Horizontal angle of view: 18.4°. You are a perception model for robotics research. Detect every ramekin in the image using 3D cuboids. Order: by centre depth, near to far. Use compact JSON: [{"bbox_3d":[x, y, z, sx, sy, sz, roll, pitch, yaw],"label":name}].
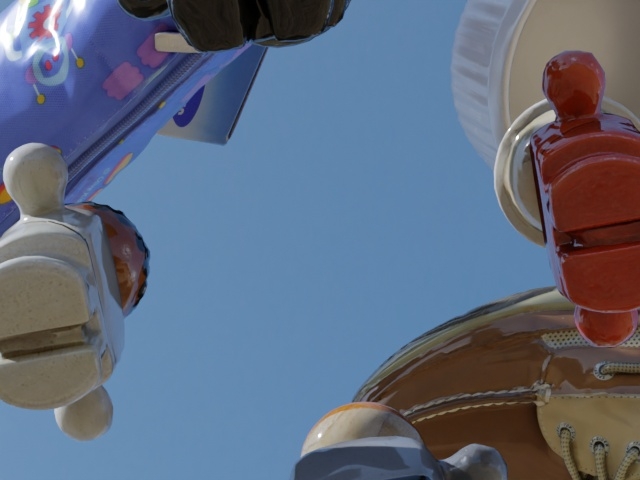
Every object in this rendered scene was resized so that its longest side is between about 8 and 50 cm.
[{"bbox_3d":[0.184,-0.111,1.288,0.207,0.109,0.207,-7,-73,-22],"label":"ramekin"}]

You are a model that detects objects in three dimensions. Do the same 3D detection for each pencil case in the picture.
[{"bbox_3d":[-0.134,-0.094,1.138,0.119,0.133,0.306,30,-56,-36],"label":"pencil case"}]

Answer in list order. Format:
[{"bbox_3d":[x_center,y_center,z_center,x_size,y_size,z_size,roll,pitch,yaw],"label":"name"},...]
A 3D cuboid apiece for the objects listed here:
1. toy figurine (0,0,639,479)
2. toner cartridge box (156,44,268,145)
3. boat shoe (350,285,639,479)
[{"bbox_3d":[0.000,0.000,0.683,0.213,0.148,0.209,32,-79,-5],"label":"toy figurine"},{"bbox_3d":[-0.053,-0.246,1.336,0.075,0.165,0.348,9,-46,-18],"label":"toner cartridge box"},{"bbox_3d":[0.173,0.095,1.059,0.324,0.120,0.123,-14,-51,10],"label":"boat shoe"}]
